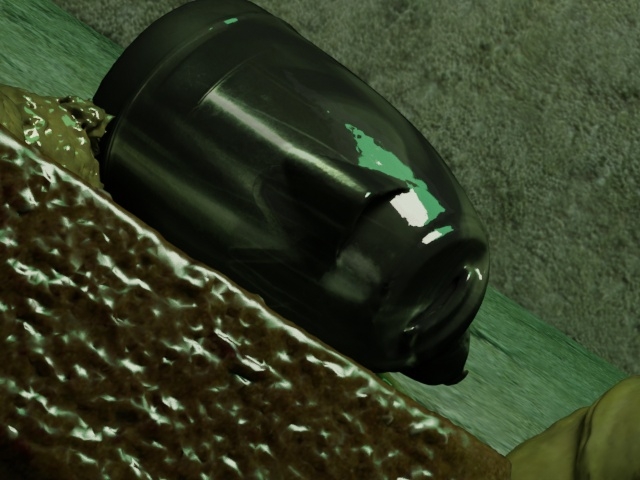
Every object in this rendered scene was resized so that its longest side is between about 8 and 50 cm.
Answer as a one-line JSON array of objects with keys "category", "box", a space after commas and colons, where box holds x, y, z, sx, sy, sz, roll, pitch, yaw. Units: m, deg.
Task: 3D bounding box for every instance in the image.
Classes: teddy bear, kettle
[{"category": "teddy bear", "box": [-0.258, -0.052, 0.997, 0.267, 0.156, 0.256, 39, 12, 22]}, {"category": "kettle", "box": [0.000, 0.000, 1.137, 0.324, 0.228, 0.321, 38, -17, 32]}]

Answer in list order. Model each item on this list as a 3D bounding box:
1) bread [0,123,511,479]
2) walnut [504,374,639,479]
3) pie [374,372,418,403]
[{"category": "bread", "box": [-0.101, 0.085, 0.740, 0.417, 0.165, 0.113, 34, -21, -7]}, {"category": "walnut", "box": [0.249, 0.227, 0.928, 0.277, 0.282, 0.253, 37, 20, -41]}, {"category": "pie", "box": [-0.008, 0.130, 1.175, 0.306, 0.071, 0.306, 32, 8, -5]}]
